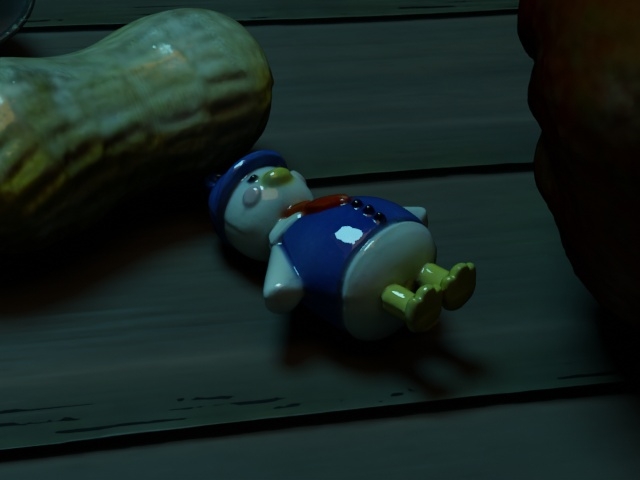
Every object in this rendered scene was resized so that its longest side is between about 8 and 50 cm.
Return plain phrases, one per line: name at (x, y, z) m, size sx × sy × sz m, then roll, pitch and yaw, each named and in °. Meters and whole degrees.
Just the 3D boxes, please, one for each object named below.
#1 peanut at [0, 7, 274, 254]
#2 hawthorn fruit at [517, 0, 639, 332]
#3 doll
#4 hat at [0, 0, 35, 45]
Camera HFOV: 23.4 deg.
peanut at (-0.107, -0.050, 0.687) m, size 0.206 × 0.087 × 0.087 m, roll -26°, pitch 46°, yaw -36°
hawthorn fruit at (0.233, -0.074, 0.622) m, size 0.300 × 0.254 × 0.254 m, roll -3°, pitch 33°, yaw 13°
doll at (0.000, 0.000, 0.663) m, size 0.098 × 0.058 × 0.143 m, roll -26°, pitch 40°, yaw -38°
hat at (-0.209, -0.117, 0.797) m, size 0.121 × 0.050 × 0.121 m, roll 8°, pitch 35°, yaw -6°
